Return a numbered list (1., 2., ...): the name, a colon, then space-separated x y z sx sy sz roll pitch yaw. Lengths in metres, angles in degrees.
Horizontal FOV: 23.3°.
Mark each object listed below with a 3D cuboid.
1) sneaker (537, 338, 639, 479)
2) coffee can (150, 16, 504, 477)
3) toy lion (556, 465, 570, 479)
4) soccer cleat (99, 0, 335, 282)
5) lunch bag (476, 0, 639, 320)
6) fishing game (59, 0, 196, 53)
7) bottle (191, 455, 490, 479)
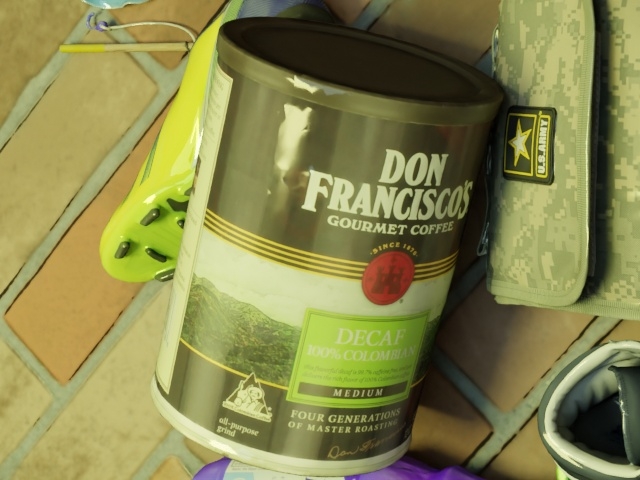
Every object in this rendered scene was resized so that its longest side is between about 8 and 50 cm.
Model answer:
1. sneaker: 0.279 0.107 1.025 0.282 0.153 0.099 -15 71 16
2. coffee can: 0.000 0.000 1.110 0.201 0.201 0.275 21 111 22
3. toy lion: 0.220 0.157 1.136 0.100 0.034 0.096 -18 77 23
4. soccer cleat: -0.088 -0.090 1.249 0.289 0.093 0.121 -53 41 20
5. lunch bag: 0.236 -0.065 1.053 0.287 0.169 0.235 4 96 31
6. fishing game: -0.169 -0.286 1.293 0.189 0.041 0.264 7 93 21
7. bottle: 0.038 0.220 1.181 0.282 0.092 0.118 -3 88 24
